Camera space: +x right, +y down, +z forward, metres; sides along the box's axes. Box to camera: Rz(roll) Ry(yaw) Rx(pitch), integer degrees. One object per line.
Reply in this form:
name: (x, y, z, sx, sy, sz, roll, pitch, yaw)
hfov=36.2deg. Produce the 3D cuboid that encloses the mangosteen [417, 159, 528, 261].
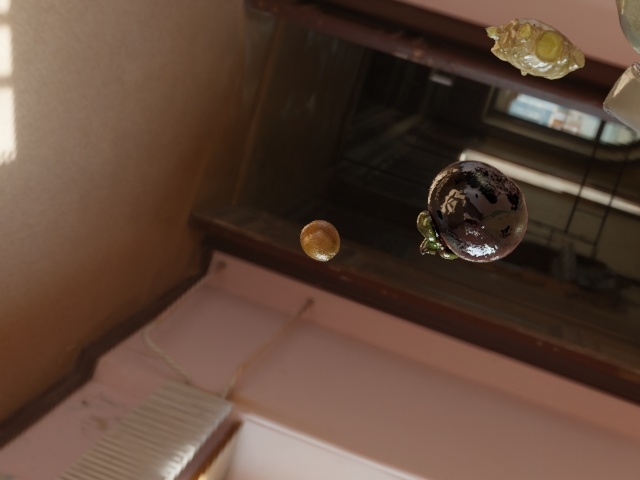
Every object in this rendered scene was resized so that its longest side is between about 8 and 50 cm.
mangosteen: (0.307, -0.046, 1.971, 0.216, 0.216, 0.216, 19, 90, -81)

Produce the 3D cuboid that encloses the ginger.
ginger: (0.433, -0.395, 2.003, 0.102, 0.216, 0.157, -68, -164, -1)

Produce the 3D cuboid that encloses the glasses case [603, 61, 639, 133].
glasses case: (0.698, -0.271, 2.014, 0.308, 0.083, 0.128, -115, -139, -63)

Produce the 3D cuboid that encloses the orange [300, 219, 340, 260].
orange: (0.000, 0.000, 1.970, 0.085, 0.085, 0.085, 19, 90, -81)

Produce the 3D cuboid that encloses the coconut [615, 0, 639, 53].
coconut: (0.643, -0.425, 1.569, 0.352, 0.352, 0.352, 19, 90, -81)
